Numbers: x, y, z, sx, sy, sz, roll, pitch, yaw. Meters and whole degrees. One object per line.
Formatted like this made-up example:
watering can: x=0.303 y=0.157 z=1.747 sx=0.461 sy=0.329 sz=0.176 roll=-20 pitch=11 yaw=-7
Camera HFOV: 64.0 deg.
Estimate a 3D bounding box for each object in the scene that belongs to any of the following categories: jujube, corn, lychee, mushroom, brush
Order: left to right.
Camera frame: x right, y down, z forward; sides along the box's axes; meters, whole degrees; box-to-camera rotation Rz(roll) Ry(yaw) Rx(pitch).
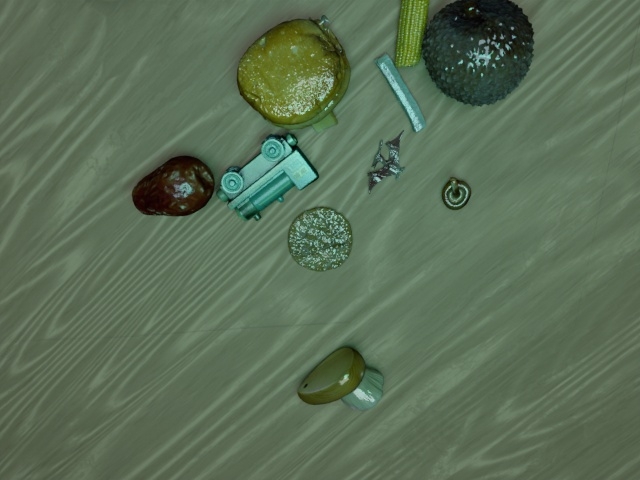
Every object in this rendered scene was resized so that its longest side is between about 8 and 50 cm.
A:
jujube: x=-0.445 y=-0.155 z=1.542 sx=0.255 sy=0.190 sz=0.190 roll=-11 pitch=105 yaw=17
brush: x=0.064 y=0.490 z=1.714 sx=0.267 sy=0.174 sz=0.166 roll=-34 pitch=111 yaw=18
corn: x=0.260 y=-0.614 z=1.448 sx=0.081 sy=0.081 sz=0.248 roll=5 pitch=103 yaw=0
mushroom: x=0.414 y=-0.156 z=1.566 sx=0.088 sy=0.073 sz=0.129 roll=-4 pitch=140 yaw=17
lychee: x=0.421 y=-0.511 z=1.381 sx=0.300 sy=0.300 sz=0.300 roll=0 pitch=105 yaw=1

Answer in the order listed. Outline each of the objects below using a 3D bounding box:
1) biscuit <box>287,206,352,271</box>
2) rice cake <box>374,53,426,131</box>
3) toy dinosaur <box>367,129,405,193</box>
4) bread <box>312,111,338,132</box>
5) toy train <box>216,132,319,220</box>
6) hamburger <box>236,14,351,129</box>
biscuit: x=0.000 y=0.000 z=1.645 sx=0.220 sy=0.033 sz=0.220 roll=1 pitch=107 yaw=2
rice cake: x=0.239 y=-0.435 z=1.517 sx=0.045 sy=0.042 sz=0.245 roll=-32 pitch=101 yaw=5
toy dinosaur: x=0.208 y=-0.237 z=1.577 sx=0.108 sy=0.032 sz=0.220 roll=30 pitch=94 yaw=-3
bread: x=-0.011 y=-0.395 z=1.548 sx=0.084 sy=0.080 sz=0.109 roll=-27 pitch=67 yaw=8
toy train: x=-0.165 y=-0.187 z=1.558 sx=0.298 sy=0.120 sz=0.194 roll=-36 pitch=106 yaw=10
hamburger: x=-0.070 y=-0.469 z=1.431 sx=0.314 sy=0.170 sz=0.290 roll=-37 pitch=85 yaw=8
